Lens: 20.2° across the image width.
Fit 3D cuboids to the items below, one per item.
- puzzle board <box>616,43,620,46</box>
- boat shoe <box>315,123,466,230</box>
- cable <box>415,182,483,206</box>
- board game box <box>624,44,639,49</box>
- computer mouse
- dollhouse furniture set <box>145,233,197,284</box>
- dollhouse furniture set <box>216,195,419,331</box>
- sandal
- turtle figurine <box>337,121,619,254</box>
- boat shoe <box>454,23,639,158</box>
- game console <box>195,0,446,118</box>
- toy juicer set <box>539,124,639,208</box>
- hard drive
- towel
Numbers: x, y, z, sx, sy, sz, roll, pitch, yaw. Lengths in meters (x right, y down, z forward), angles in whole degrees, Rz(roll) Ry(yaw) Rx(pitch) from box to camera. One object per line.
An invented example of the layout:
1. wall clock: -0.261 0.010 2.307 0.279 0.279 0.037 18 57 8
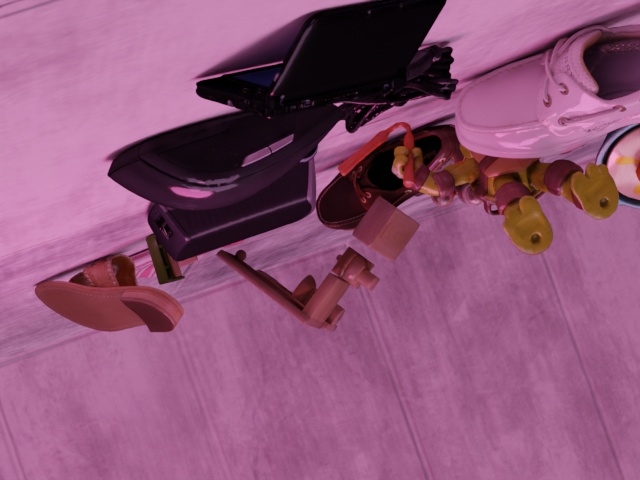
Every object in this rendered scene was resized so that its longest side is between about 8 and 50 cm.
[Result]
1. puzzle board: 0.225 -0.168 1.695 0.128 0.011 0.096 -19 177 2
2. boat shoe: 0.070 -0.071 1.951 0.207 0.073 0.073 -30 165 31
3. cable: 0.203 -0.077 2.649 0.139 0.072 0.287 -14 178 4
4. board game box: 0.398 -0.213 1.844 0.186 0.026 0.126 -21 176 35
5. computer mouse: -0.016 -0.076 1.333 0.262 0.060 0.184 -18 178 -33
6. dollhouse furniture set: -0.123 -0.001 2.036 0.152 0.058 0.076 -21 177 23
7. dollhouse furniture set: 0.000 0.000 1.919 0.151 0.123 0.144 -55 163 2
8. sandal: -0.235 0.055 2.136 0.240 0.088 0.079 4 -128 45
9. turtle figurine: 0.168 -0.059 1.672 0.269 0.087 0.217 -14 -153 -13
10. boat shoe: 0.234 -0.144 1.556 0.277 0.098 0.096 -12 152 24
11. game console: 0.000 -0.120 1.102 0.122 0.071 0.107 -16 -155 -42
12. toy juicer set: 0.334 -0.110 1.798 0.329 0.089 0.209 -12 135 8
13. hard drive: -0.085 -0.030 1.795 0.172 0.054 0.255 -19 177 -7
14. towel: -0.204 0.027 2.328 0.144 0.029 0.197 -22 176 32
